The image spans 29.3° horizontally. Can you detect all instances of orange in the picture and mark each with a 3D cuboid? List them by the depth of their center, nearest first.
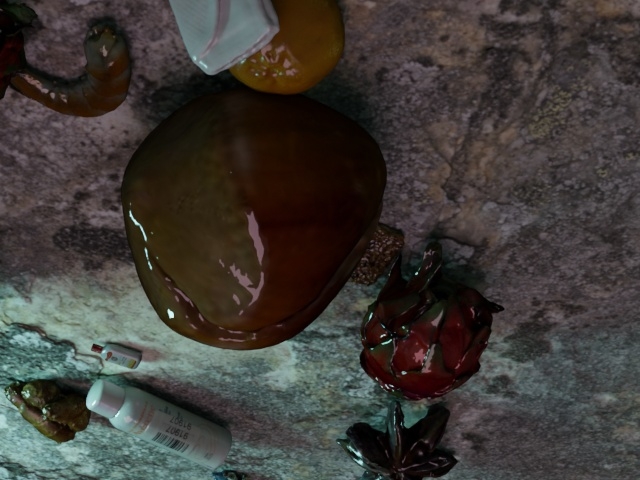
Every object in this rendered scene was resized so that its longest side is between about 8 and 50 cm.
[{"bbox_3d":[-0.049,-0.246,1.467,0.159,0.136,0.159,3,136,3],"label":"orange"}]

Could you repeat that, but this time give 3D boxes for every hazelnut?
[{"bbox_3d":[-0.082,-0.035,1.585,0.372,0.315,0.372,-22,150,-13],"label":"hazelnut"}]

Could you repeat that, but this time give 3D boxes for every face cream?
[{"bbox_3d":[-0.342,0.191,2.043,0.083,0.021,0.040,20,134,-17],"label":"face cream"},{"bbox_3d":[-0.283,0.317,2.134,0.269,0.082,0.082,29,132,-27],"label":"face cream"}]

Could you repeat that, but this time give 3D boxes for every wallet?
[{"bbox_3d":[-0.124,-0.292,1.410,0.124,0.183,0.032,-25,170,29],"label":"wallet"}]

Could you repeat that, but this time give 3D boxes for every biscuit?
[{"bbox_3d":[0.000,0.000,1.814,0.230,0.025,0.131,17,135,-15],"label":"biscuit"}]

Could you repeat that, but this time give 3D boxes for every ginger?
[{"bbox_3d":[-0.467,0.294,2.124,0.103,0.073,0.162,-28,128,28],"label":"ginger"}]

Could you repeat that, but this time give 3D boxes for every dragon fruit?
[{"bbox_3d":[-0.442,-0.239,1.474,0.182,0.182,0.189,15,135,-13],"label":"dragon fruit"},{"bbox_3d":[0.159,0.134,1.839,0.192,0.193,0.274,25,143,10],"label":"dragon fruit"}]

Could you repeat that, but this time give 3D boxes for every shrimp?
[{"bbox_3d":[-0.326,-0.227,1.577,0.166,0.049,0.161,13,139,1],"label":"shrimp"}]

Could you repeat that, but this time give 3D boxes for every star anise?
[{"bbox_3d":[0.135,0.387,2.164,0.212,0.129,0.283,-9,128,4],"label":"star anise"}]

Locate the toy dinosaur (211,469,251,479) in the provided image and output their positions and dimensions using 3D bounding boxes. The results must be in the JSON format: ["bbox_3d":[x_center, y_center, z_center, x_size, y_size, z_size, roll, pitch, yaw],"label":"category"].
[{"bbox_3d":[-0.171,0.454,2.314,0.083,0.031,0.047,18,134,-17],"label":"toy dinosaur"}]
